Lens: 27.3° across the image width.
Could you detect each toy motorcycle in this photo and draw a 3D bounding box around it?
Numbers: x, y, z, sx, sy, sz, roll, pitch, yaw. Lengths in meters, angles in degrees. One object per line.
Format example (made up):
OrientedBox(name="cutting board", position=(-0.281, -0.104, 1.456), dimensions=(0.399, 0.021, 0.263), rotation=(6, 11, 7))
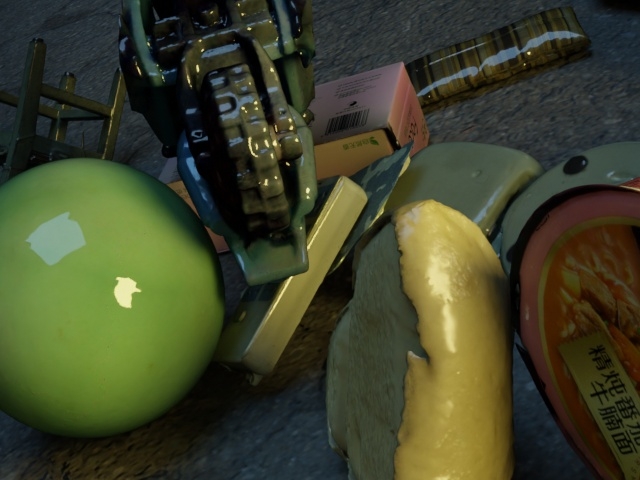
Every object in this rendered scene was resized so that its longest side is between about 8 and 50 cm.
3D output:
OrientedBox(name="toy motorcycle", position=(-0.070, -0.117, 1.108), dimensions=(0.172, 0.232, 0.416), rotation=(-16, 40, -5))

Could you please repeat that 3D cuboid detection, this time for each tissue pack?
OrientedBox(name="tissue pack", position=(-0.023, -0.080, 1.305), dimensions=(0.246, 0.092, 0.148), rotation=(-14, 29, 19))

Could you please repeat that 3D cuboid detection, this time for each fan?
OrientedBox(name="fan", position=(0.000, 0.000, 1.122), dimensions=(0.240, 0.009, 0.131), rotation=(-41, 23, 34))

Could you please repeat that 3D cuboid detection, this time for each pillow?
OrientedBox(name="pillow", position=(0.184, -0.201, 1.425), dimensions=(0.203, 0.038, 0.113), rotation=(-20, 26, 9))

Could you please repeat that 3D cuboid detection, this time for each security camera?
OrientedBox(name="security camera", position=(0.163, -0.005, 1.016), dimensions=(0.301, 0.080, 0.157), rotation=(7, 53, 48))

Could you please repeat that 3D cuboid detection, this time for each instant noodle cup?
OrientedBox(name="instant noodle cup", position=(0.276, 0.029, 0.741), dimensions=(0.255, 0.244, 0.244), rotation=(-27, 25, -27))

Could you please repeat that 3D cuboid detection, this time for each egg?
OrientedBox(name="egg", position=(-0.190, 0.044, 1.064), dimensions=(0.220, 0.220, 0.270), rotation=(-30, 20, -12))

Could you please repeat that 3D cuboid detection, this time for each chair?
OrientedBox(name="chair", position=(-0.345, -0.093, 1.585), dimensions=(0.136, 0.147, 0.270), rotation=(2, 79, 45))

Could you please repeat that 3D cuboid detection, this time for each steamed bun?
OrientedBox(name="steamed bun", position=(0.070, 0.091, 0.849), dimensions=(0.110, 0.231, 0.212), rotation=(3, 1, -12))

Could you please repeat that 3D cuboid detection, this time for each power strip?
OrientedBox(name="power strip", position=(-0.026, 0.029, 1.077), dimensions=(0.192, 0.035, 0.081), rotation=(-61, 21, -15))
